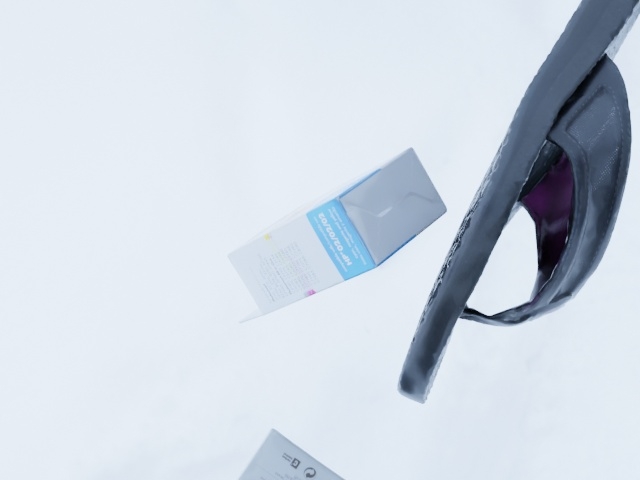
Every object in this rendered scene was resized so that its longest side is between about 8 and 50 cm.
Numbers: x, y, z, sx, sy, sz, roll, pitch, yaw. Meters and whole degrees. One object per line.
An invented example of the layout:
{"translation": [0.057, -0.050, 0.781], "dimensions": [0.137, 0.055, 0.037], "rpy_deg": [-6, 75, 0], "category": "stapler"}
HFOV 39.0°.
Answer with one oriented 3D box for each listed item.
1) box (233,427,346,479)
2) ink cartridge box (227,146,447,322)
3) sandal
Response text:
{"translation": [-0.031, 0.231, 0.762], "dimensions": [0.101, 0.087, 0.102], "rpy_deg": [34, 71, 4], "category": "box"}
{"translation": [0.000, 0.000, 0.731], "dimensions": [0.104, 0.181, 0.062], "rpy_deg": [-35, 96, -43], "category": "ink cartridge box"}
{"translation": [0.197, -0.062, 0.708], "dimensions": [0.107, 0.167, 0.446], "rpy_deg": [28, 77, 12], "category": "sandal"}
